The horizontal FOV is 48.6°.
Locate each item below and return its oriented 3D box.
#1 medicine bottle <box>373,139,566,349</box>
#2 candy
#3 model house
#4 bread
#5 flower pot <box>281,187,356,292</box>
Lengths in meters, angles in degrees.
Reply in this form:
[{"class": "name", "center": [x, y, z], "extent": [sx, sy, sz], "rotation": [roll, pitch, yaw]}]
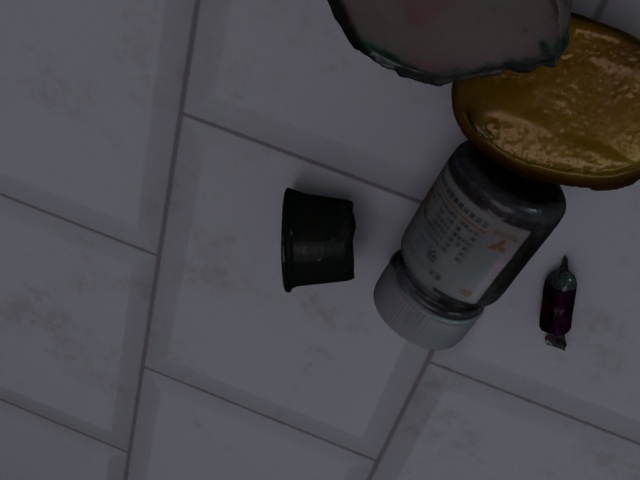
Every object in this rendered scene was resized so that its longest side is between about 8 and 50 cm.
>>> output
[{"class": "medicine bottle", "center": [0.195, 0.010, 0.976], "extent": [0.165, 0.165, 0.273], "rotation": [29, 125, -1]}, {"class": "candy", "center": [0.353, 0.098, 1.056], "extent": [0.043, 0.045, 0.175], "rotation": [-13, 121, -14]}, {"class": "model house", "center": [0.154, -0.320, 0.742], "extent": [0.237, 0.237, 0.202], "rotation": [1, 145, 41]}, {"class": "bread", "center": [0.286, -0.164, 0.835], "extent": [0.270, 0.143, 0.195], "rotation": [22, 100, 12]}, {"class": "flower pot", "center": [0.000, 0.000, 1.052], "extent": [0.107, 0.157, 0.157], "rotation": [1, 123, 1]}]
